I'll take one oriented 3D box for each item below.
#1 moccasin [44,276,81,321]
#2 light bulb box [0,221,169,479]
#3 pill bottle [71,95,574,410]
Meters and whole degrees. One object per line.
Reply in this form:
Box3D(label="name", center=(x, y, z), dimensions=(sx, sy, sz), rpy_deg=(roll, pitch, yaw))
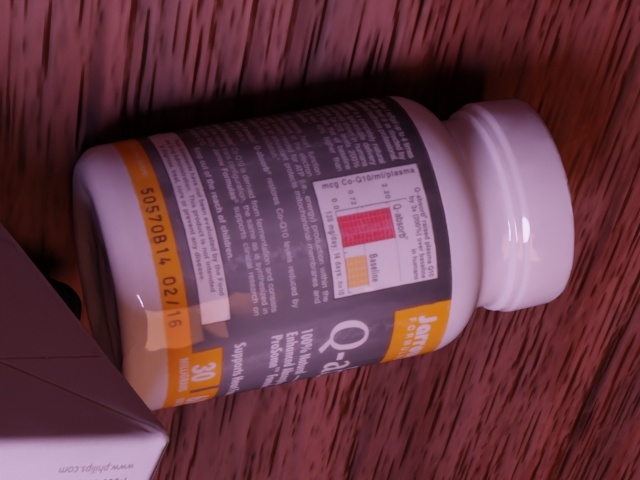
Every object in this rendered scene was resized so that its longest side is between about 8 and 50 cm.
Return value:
Box3D(label="moccasin", center=(-0.250, 0.161, 1.138), dimensions=(0.117, 0.138, 0.342), rpy_deg=(-4, 140, -48))
Box3D(label="light bulb box", center=(-0.327, 0.179, 0.881), dimensions=(0.358, 0.225, 0.361), rpy_deg=(4, 120, -41))
Box3D(label="pill bottle", center=(0.000, 0.000, 1.056), dimensions=(0.278, 0.162, 0.162), rpy_deg=(-10, 139, -15))
